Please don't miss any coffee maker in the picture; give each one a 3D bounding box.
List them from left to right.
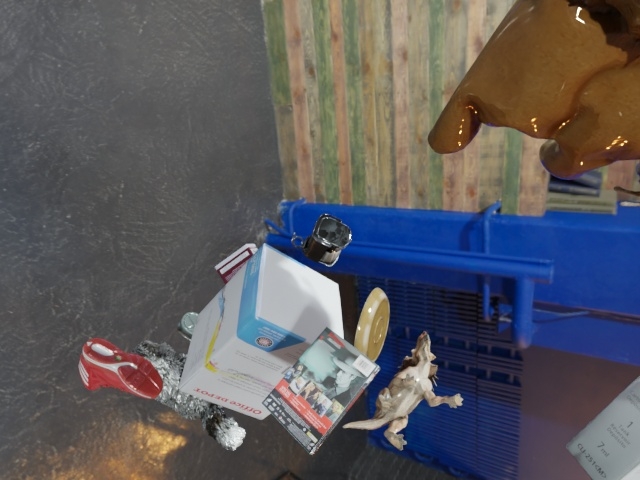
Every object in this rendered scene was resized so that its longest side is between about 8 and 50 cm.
[{"bbox_3d":[0.000,0.000,1.389,0.178,0.171,0.120,115,-25,-65],"label":"coffee maker"}]

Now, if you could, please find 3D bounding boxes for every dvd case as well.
[{"bbox_3d":[0.000,0.169,0.494,0.119,0.087,0.013,-48,143,-15],"label":"dvd case"}]

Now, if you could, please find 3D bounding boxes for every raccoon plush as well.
[{"bbox_3d":[-0.451,0.483,1.403,0.216,0.446,0.299,-62,147,-13],"label":"raccoon plush"}]

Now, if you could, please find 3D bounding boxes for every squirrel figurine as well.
[{"bbox_3d":[0.382,-0.178,0.448,0.281,0.370,0.397,-51,172,-15],"label":"squirrel figurine"}]

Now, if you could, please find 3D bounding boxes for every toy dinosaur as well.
[{"bbox_3d":[0.189,0.360,0.993,0.295,0.127,0.200,-37,178,-7],"label":"toy dinosaur"}]

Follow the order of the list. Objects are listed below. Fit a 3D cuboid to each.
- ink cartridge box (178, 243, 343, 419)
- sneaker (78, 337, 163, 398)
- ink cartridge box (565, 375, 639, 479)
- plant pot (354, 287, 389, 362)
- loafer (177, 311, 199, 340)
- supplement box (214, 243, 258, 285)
[{"bbox_3d":[-0.117,0.191,0.859,0.198,0.270,0.197,32,32,-25],"label":"ink cartridge box"},{"bbox_3d":[-0.517,0.350,1.095,0.128,0.221,0.087,-51,-178,32],"label":"sneaker"},{"bbox_3d":[0.439,0.170,0.457,0.275,0.060,0.239,11,119,-26],"label":"ink cartridge box"},{"bbox_3d":[0.154,0.254,1.218,0.236,0.032,0.237,-39,135,-55],"label":"plant pot"},{"bbox_3d":[-0.332,0.320,1.361,0.267,0.084,0.096,36,44,-15],"label":"loafer"},{"bbox_3d":[-0.199,0.142,1.299,0.239,0.130,0.073,57,10,6],"label":"supplement box"}]
